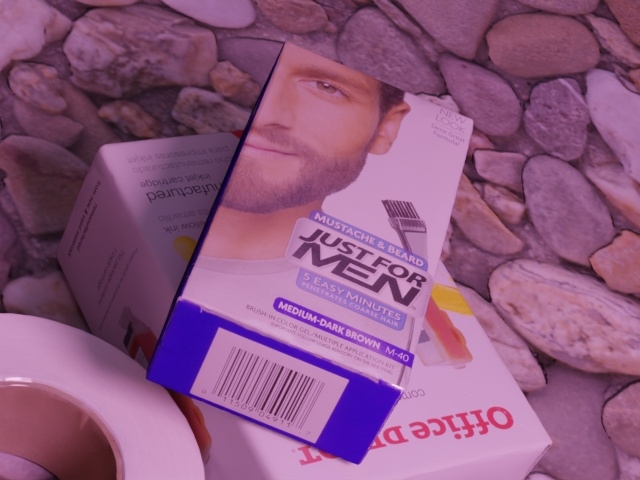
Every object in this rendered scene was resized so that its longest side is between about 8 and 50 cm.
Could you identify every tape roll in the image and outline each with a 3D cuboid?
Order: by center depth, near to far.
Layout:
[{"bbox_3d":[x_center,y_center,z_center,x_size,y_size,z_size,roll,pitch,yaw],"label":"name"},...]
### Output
[{"bbox_3d":[-0.238,0.194,1.382,0.286,0.100,0.286,15,45,-15],"label":"tape roll"}]

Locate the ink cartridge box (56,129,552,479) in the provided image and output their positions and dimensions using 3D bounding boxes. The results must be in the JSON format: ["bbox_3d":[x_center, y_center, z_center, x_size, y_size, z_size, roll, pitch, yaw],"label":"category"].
[{"bbox_3d":[-0.021,0.092,1.550,0.279,0.160,0.384,-8,54,-34],"label":"ink cartridge box"}]

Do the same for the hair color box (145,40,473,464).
[{"bbox_3d":[0.000,0.000,1.453,0.185,0.110,0.338,23,41,-4],"label":"hair color box"}]
